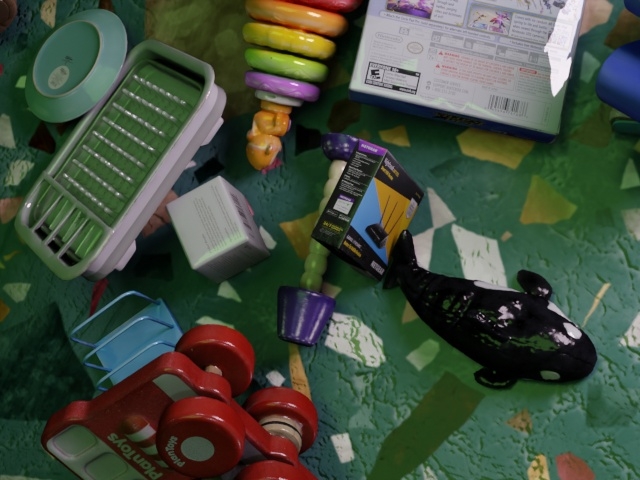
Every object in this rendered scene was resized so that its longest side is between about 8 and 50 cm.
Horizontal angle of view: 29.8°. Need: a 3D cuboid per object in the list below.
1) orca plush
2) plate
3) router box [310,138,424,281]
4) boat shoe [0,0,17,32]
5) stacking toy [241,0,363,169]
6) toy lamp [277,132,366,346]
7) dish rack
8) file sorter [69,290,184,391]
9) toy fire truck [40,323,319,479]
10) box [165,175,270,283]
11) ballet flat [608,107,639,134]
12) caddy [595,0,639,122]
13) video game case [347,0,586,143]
[{"bbox_3d":[0.198,0.078,1.460,0.287,0.102,0.151,43,92,22],"label":"orca plush"},{"bbox_3d":[-0.360,-0.258,1.737,0.188,0.024,0.188,-13,62,25],"label":"plate"},{"bbox_3d":[0.061,-0.034,1.490,0.046,0.179,0.133,24,85,23],"label":"router box"},{"bbox_3d":[-0.565,-0.310,1.818,0.257,0.095,0.095,-32,46,9],"label":"boat shoe"},{"bbox_3d":[-0.046,-0.240,1.602,0.166,0.175,0.301,10,97,-19],"label":"stacking toy"},{"bbox_3d":[0.000,0.000,1.556,0.080,0.080,0.274,9,79,19],"label":"toy lamp"},{"bbox_3d":[-0.262,-0.103,1.618,0.333,0.072,0.285,-56,35,-1],"label":"dish rack"},{"bbox_3d":[-0.234,0.169,1.574,0.118,0.104,0.170,-36,69,7],"label":"file sorter"},{"bbox_3d":[-0.152,0.266,1.457,0.254,0.302,0.169,-32,28,22],"label":"toy fire truck"},{"bbox_3d":[-0.135,-0.012,1.589,0.087,0.102,0.101,-28,70,7],"label":"box"},{"bbox_3d":[0.438,-0.150,1.467,0.168,0.057,0.052,14,72,20],"label":"ballet flat"},{"bbox_3d":[0.465,-0.230,1.343,0.179,0.341,0.241,33,132,29],"label":"caddy"},{"bbox_3d":[0.192,-0.271,1.535,0.270,0.061,0.244,13,82,3],"label":"video game case"}]
